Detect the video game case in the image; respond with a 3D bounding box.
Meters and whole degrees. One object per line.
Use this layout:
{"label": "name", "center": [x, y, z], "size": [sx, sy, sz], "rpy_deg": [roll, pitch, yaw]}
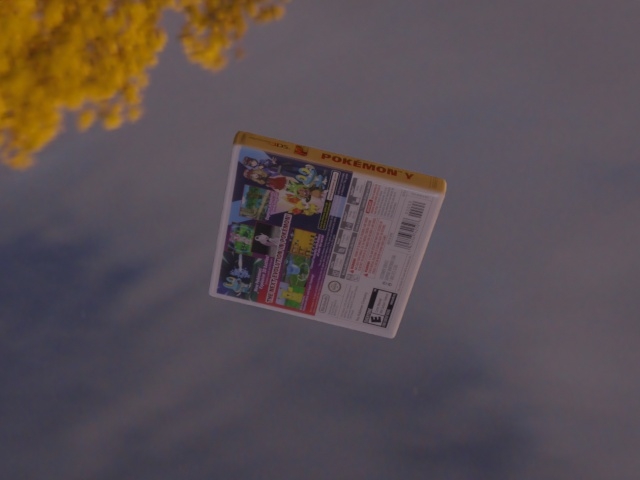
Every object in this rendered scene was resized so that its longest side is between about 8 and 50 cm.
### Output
{"label": "video game case", "center": [0.000, 0.000, 1.090], "size": [0.183, 0.201, 0.023], "rpy_deg": [13, -133, -1]}
